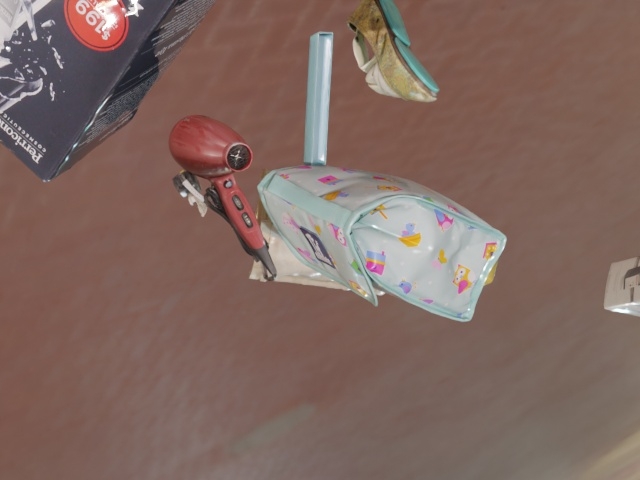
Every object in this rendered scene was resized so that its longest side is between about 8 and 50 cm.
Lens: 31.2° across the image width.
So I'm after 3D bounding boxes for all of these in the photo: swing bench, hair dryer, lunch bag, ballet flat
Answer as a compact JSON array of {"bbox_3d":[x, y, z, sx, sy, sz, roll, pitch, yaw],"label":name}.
[{"bbox_3d":[0.000,0.000,2.148,0.253,0.254,0.165,8,116,-7],"label":"swing bench"},{"bbox_3d":[-0.117,-0.076,1.549,0.080,0.223,0.293,-44,167,-15],"label":"hair dryer"},{"bbox_3d":[0.068,-0.011,1.491,0.262,0.223,0.160,17,98,-38],"label":"lunch bag"},{"bbox_3d":[0.125,-0.339,2.136,0.123,0.348,0.123,-9,133,-9],"label":"ballet flat"}]

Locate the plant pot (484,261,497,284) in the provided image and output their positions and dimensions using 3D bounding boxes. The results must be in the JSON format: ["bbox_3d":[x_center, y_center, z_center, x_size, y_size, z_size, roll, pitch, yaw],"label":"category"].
[{"bbox_3d":[0.233,0.025,1.879,0.081,0.083,0.081,-24,-148,41],"label":"plant pot"}]

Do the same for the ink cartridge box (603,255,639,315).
[{"bbox_3d":[0.604,0.083,1.958,0.159,0.092,0.218,12,173,-8],"label":"ink cartridge box"}]

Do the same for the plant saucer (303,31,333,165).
[{"bbox_3d":[-0.004,-0.199,1.625,0.018,0.192,0.067,7,-169,17],"label":"plant saucer"}]

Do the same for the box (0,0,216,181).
[{"bbox_3d":[-0.286,-0.295,1.140,0.312,0.343,0.179,-46,-177,38],"label":"box"}]
